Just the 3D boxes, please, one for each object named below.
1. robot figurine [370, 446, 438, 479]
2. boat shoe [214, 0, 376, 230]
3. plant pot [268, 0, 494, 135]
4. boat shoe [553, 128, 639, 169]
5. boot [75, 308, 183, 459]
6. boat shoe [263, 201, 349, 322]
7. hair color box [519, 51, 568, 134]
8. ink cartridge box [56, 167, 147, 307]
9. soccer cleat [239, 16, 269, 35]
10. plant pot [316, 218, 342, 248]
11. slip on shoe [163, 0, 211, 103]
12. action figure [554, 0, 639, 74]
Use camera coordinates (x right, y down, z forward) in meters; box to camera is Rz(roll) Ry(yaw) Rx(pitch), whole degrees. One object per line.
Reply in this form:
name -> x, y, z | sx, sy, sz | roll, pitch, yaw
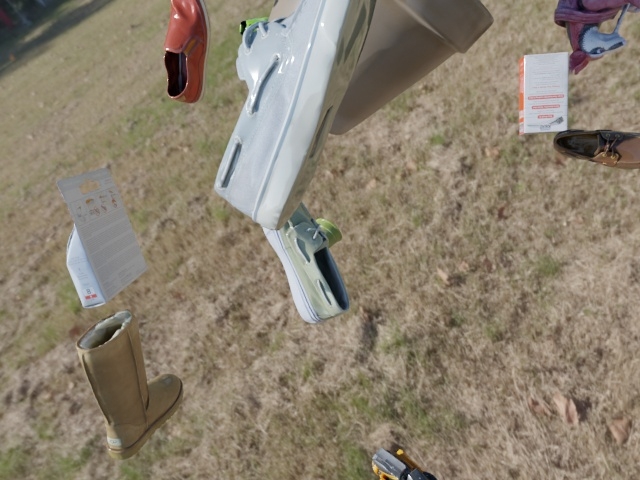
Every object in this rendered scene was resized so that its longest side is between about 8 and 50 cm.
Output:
robot figurine -> 0.166, 0.356, 0.581 | 0.291, 0.211, 0.085 | 31, 70, 34
boat shoe -> -0.026, -0.116, 0.365 | 0.081, 0.227, 0.079 | 26, 27, 6
plant pot -> 0.051, -0.332, 0.791 | 0.280, 0.323, 0.323 | -48, 31, 27
boat shoe -> 0.494, -0.159, 0.877 | 0.178, 0.064, 0.060 | 16, 15, 36
boot -> -0.361, 0.257, 1.007 | 0.089, 0.269, 0.236 | 3, 25, 11
boat shoe -> -0.026, 0.010, 0.970 | 0.094, 0.302, 0.109 | -18, 8, 31
hair color box -> 0.491, -0.321, 1.121 | 0.093, 0.167, 0.053 | -1, 6, 9
ink cartridge box -> -0.333, -0.009, 0.754 | 0.045, 0.179, 0.145 | -16, 14, 9
soccer cleat -> -0.142, -0.458, 1.110 | 0.072, 0.060, 0.179 | 2, 12, -14
plant pot -> 0.000, 0.000, 1.302 | 0.083, 0.083, 0.079 | 11, 52, 41
slip on shoe -> -0.372, -0.537, 1.381 | 0.123, 0.331, 0.101 | 20, 28, 25
action figure -> 0.462, -0.455, 0.806 | 0.248, 0.276, 0.370 | -75, 6, -80
